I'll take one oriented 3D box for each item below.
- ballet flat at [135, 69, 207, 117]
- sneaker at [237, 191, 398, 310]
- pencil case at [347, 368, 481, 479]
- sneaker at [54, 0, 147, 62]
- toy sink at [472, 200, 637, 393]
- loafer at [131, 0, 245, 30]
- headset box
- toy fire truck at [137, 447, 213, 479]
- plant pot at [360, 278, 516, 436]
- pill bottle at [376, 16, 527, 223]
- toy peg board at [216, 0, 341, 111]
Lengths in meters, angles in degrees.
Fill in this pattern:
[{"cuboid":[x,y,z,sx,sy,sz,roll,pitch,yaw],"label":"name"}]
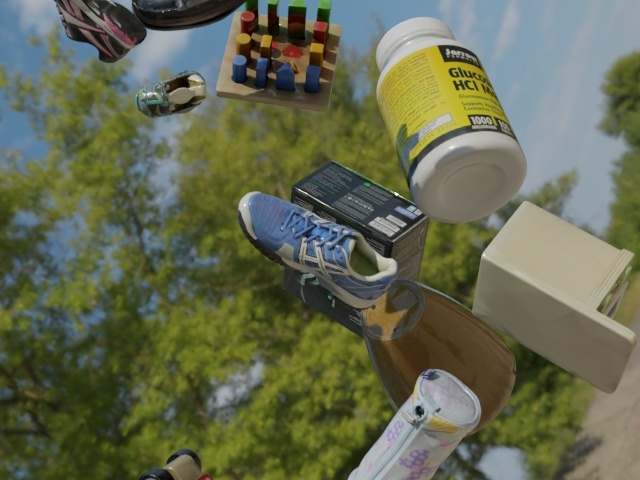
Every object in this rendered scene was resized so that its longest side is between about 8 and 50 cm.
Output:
[{"cuboid":[-0.216,-0.231,1.739,0.188,0.070,0.070,-40,-33,-58],"label":"ballet flat"},{"cuboid":[0.000,0.000,1.293,0.081,0.211,0.080,-38,28,51],"label":"sneaker"},{"cuboid":[0.143,0.328,1.731,0.124,0.113,0.273,-31,-24,-51],"label":"pencil case"},{"cuboid":[-0.320,-0.302,1.445,0.077,0.178,0.072,-42,5,31],"label":"sneaker"},{"cuboid":[0.348,0.076,1.533,0.131,0.234,0.153,-48,-25,-27],"label":"toy sink"},{"cuboid":[-0.102,-0.355,1.384,0.095,0.302,0.109,75,177,-75],"label":"loafer"},{"cuboid":[0.064,0.032,2.141,0.131,0.246,0.283,-34,-38,-40],"label":"headset box"},{"cuboid":[-0.256,0.515,1.855,0.217,0.246,0.158,-36,-3,26],"label":"toy fire truck"},{"cuboid":[0.179,0.180,1.875,0.254,0.237,0.237,50,-119,-44],"label":"plant pot"},{"cuboid":[0.200,-0.207,1.805,0.188,0.187,0.334,89,168,-51],"label":"pill bottle"},{"cuboid":[-0.057,-0.278,1.562,0.079,0.161,0.161,94,-176,-55],"label":"toy peg board"}]
